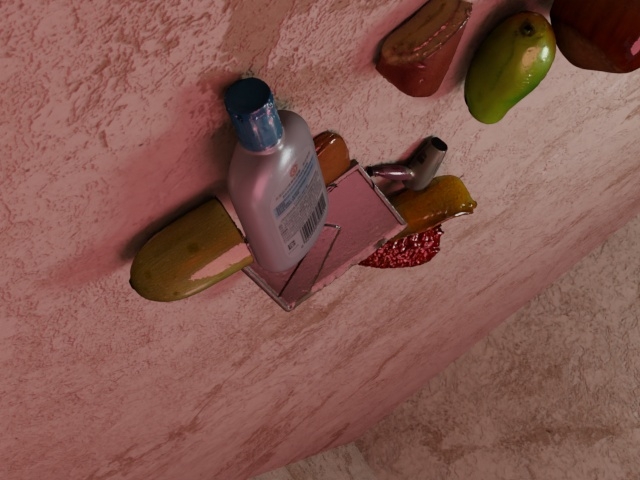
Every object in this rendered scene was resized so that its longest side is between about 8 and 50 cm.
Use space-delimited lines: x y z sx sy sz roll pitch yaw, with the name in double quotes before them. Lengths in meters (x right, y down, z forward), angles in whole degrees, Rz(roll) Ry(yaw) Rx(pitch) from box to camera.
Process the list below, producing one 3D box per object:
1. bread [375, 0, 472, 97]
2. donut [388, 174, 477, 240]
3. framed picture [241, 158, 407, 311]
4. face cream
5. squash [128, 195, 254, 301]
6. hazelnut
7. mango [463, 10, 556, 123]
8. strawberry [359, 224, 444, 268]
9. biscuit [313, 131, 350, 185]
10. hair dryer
"bread" 0.142 -0.259 1.401 0.119 0.067 0.192 -27 159 -17
"donut" 0.197 -0.066 1.870 0.190 0.075 0.174 -23 -170 -7
"framed picture" 0.000 0.000 1.740 0.281 0.019 0.209 -35 135 6
"face cream" -0.065 -0.094 1.373 0.163 0.080 0.337 -57 155 -22
"squash" -0.203 0.023 1.477 0.186 0.123 0.123 -28 160 -3
"hazelnut" 0.445 -0.357 1.511 0.186 0.210 0.210 -13 164 13
"mango" 0.297 -0.271 1.555 0.125 0.111 0.233 -19 155 -19
"strawberry" 0.174 0.029 2.106 0.208 0.087 0.167 -29 161 -8
"biscuit" -0.039 -0.106 1.534 0.192 0.036 0.186 -32 159 -7
"hair dryer" 0.148 -0.128 1.759 0.154 0.054 0.106 -14 149 -34
